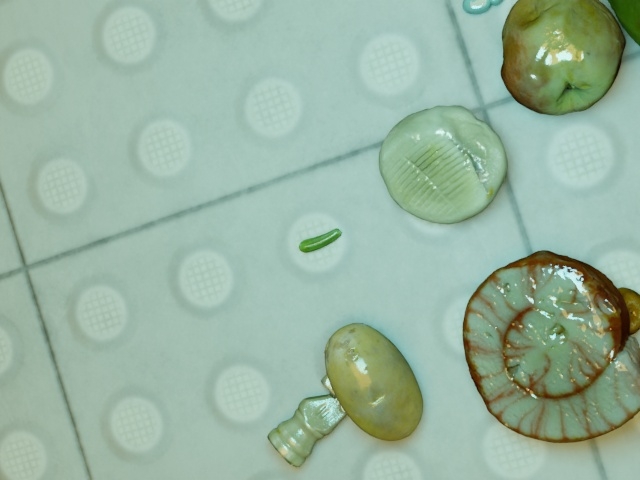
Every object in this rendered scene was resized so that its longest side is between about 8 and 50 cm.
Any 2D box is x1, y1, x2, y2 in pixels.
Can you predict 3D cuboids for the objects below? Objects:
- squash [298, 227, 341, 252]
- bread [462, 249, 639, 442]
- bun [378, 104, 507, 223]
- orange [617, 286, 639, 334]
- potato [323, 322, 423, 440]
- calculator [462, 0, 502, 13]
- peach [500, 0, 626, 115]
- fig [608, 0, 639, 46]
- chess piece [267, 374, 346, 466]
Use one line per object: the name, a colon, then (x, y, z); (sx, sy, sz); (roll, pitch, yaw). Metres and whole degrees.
squash: (0.000, 0.001, 1.722); (0.089, 0.027, 0.027); (-20, 88, 10)
bread: (0.398, 0.188, 1.558); (0.295, 0.114, 0.327); (-26, 86, 31)
bun: (0.228, -0.144, 1.610); (0.229, 0.145, 0.229); (15, 129, 19)
orange: (0.536, 0.125, 1.582); (0.086, 0.062, 0.086); (-1, 92, -22)
potato: (0.098, 0.260, 1.639); (0.150, 0.146, 0.234); (-36, 87, -9)
calculator: (0.268, -0.561, 1.627); (0.184, 0.042, 0.295); (-15, 88, 13)
peach: (0.412, -0.340, 1.532); (0.214, 0.214, 0.235); (-6, 75, 13)
fig: (0.618, -0.409, 1.443); (0.316, 0.316, 0.316); (1, 92, 13)
chess piece: (-0.003, 0.335, 1.716); (0.090, 0.090, 0.200); (45, 90, 8)
